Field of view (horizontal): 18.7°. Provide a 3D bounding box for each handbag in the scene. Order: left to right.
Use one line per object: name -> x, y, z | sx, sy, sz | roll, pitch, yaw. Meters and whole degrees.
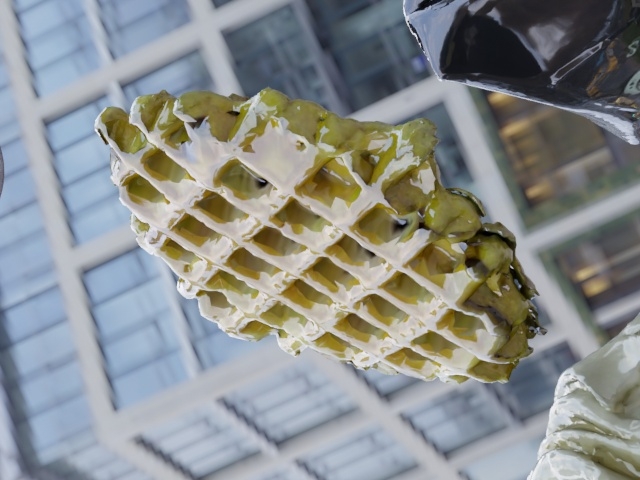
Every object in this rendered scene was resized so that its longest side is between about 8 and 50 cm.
handbag -> 0.270, -0.207, 1.547 | 0.342, 0.288, 0.152 | 10, -127, -48

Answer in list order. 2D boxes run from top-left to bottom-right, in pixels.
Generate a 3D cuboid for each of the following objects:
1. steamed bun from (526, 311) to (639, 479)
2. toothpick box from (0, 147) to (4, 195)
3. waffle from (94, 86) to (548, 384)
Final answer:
steamed bun -> 0.248, 0.180, 1.177 | 0.289, 0.203, 0.276 | 58, -174, 30
toothpick box -> -0.448, -0.087, 2.067 | 0.333, 0.204, 0.204 | 142, 103, -83
waffle -> -0.001, 0.002, 1.081 | 0.052, 0.254, 0.245 | -64, -32, -28
